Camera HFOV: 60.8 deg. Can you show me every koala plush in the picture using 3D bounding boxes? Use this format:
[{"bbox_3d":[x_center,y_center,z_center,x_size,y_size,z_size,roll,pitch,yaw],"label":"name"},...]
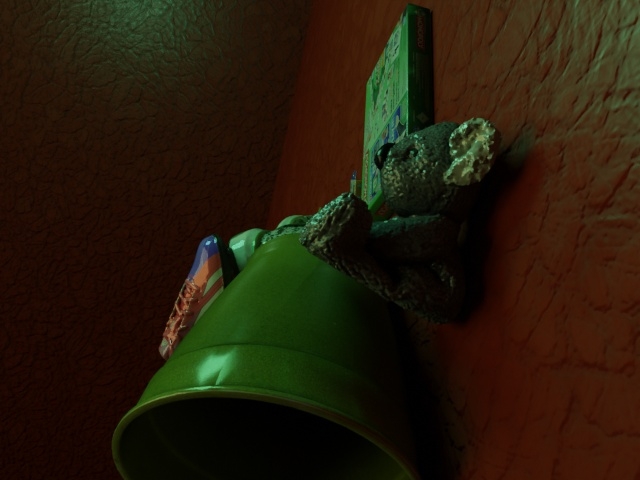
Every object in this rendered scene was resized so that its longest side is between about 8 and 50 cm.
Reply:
[{"bbox_3d":[0.117,-0.039,0.635,0.221,0.203,0.196,-58,0,1],"label":"koala plush"}]

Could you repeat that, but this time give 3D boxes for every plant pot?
[{"bbox_3d":[-0.037,0.180,0.765,0.352,0.367,0.366,-76,5,-50],"label":"plant pot"}]

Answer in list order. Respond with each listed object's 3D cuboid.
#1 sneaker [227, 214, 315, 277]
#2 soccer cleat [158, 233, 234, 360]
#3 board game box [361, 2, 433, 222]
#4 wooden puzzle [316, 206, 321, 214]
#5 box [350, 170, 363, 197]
[{"bbox_3d":[-0.009,0.021,1.087,0.410,0.182,0.157,-29,-74,-67],"label":"sneaker"},{"bbox_3d":[-0.214,0.146,0.927,0.109,0.117,0.317,-153,67,-67],"label":"soccer cleat"},{"bbox_3d":[0.128,-0.213,0.946,0.213,0.046,0.317,122,155,-63],"label":"board game box"},{"bbox_3d":[-0.015,-0.036,1.548,0.116,0.014,0.078,118,163,-55],"label":"wooden puzzle"},{"bbox_3d":[0.073,-0.066,1.055,0.081,0.028,0.136,-113,26,-82],"label":"box"}]
